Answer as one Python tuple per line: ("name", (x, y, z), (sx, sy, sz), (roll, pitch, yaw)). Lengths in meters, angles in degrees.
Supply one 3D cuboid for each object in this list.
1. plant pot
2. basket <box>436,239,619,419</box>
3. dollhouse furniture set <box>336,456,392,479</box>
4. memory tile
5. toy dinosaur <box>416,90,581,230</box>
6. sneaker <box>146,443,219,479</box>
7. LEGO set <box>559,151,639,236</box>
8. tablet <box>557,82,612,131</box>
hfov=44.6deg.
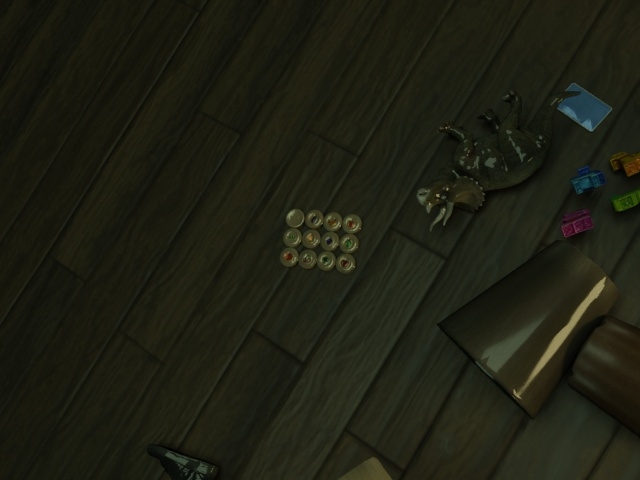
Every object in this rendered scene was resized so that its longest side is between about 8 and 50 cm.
("plant pot", (0.464, 0.202, 1.132), (0.165, 0.167, 0.167), (32, 88, 32))
("basket", (0.332, 0.123, 1.199), (0.227, 0.154, 0.204), (-44, 68, 0))
("dollhouse furniture set", (-0.026, 0.538, 1.014), (0.394, 0.362, 0.256), (-27, 63, -22))
("memory tile", (0.000, 0.000, 1.417), (0.148, 0.012, 0.113), (6, 78, 21))
("toy dinosaur", (0.298, -0.147, 1.316), (0.314, 0.121, 0.160), (-25, 81, 7))
("sneaker", (-0.241, 0.421, 1.366), (0.170, 0.051, 0.089), (13, 76, 18))
("LEGO set", (0.475, -0.095, 1.247), (0.227, 0.093, 0.087), (-21, 101, 8))
("tablet", (0.445, -0.227, 1.327), (0.083, 0.006, 0.054), (42, 92, 23))
